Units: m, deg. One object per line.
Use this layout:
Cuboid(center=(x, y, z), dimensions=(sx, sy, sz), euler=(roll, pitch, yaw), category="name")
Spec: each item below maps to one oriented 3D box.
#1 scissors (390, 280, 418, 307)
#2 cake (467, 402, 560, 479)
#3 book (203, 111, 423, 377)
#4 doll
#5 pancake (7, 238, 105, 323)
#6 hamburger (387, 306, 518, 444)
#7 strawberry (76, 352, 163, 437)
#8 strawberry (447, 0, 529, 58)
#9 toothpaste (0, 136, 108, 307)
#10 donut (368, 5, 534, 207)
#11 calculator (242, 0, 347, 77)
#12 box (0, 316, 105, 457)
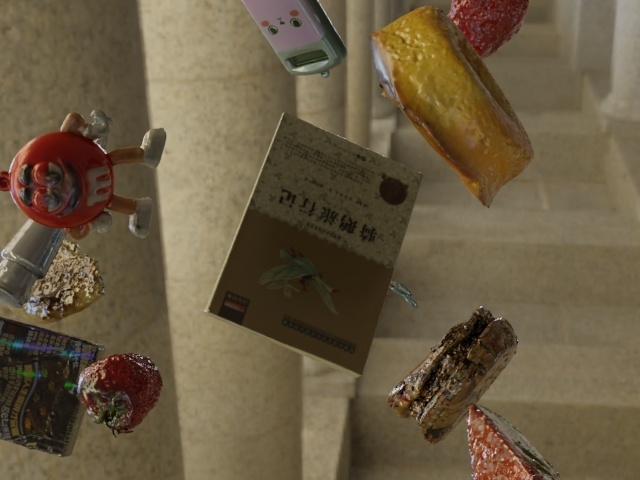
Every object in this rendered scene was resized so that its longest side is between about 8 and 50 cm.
Cuboid(center=(0.140, 0.087, 1.859), dimensions=(0.014, 0.119, 0.058), euler=(-40, -135, 15), category="scissors")
Cuboid(center=(0.209, 0.286, 1.124), dimensions=(0.086, 0.116, 0.220), euler=(31, -173, -25), category="cake")
Cuboid(center=(0.000, 0.000, 1.328), dimensions=(0.217, 0.021, 0.310), euler=(24, -116, -10), category="book")
Cuboid(center=(-0.318, -0.086, 1.347), dimensions=(0.217, 0.183, 0.085), euler=(5, -166, -31), category="doll")
Cuboid(center=(-0.480, 0.035, 1.831), dimensions=(0.266, 0.244, 0.057), euler=(-20, 150, 28), category="pancake")
Cuboid(center=(0.208, 0.199, 1.537), dimensions=(0.107, 0.231, 0.231), euler=(44, -136, 20), category="hamburger")
Cuboid(center=(-0.248, 0.183, 1.261), dimensions=(0.106, 0.106, 0.106), euler=(-1, -156, 1), category="strawberry")
Cuboid(center=(0.253, -0.339, 1.566), dimensions=(0.147, 0.187, 0.082), euler=(8, -146, -28), category="strawberry")
Cuboid(center=(-0.408, -0.037, 1.556), dimensions=(0.073, 0.114, 0.299), euler=(29, -115, -4), category="toothpaste")
Cuboid(center=(0.152, -0.158, 1.195), dimensions=(0.118, 0.253, 0.253), euler=(-31, -163, 19), category="donut")
Cuboid(center=(-0.049, -0.385, 1.778), dimensions=(0.141, 0.246, 0.045), euler=(-4, -139, 44), category="calculator")
Cuboid(center=(-0.544, 0.229, 1.714), dimensions=(0.310, 0.198, 0.084), euler=(16, 172, -2), category="box")
